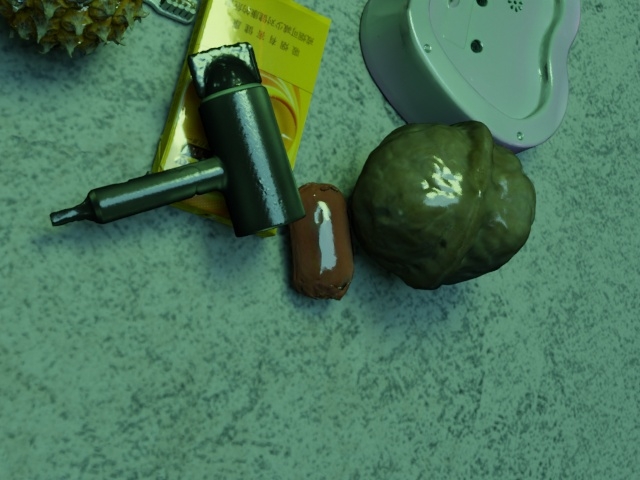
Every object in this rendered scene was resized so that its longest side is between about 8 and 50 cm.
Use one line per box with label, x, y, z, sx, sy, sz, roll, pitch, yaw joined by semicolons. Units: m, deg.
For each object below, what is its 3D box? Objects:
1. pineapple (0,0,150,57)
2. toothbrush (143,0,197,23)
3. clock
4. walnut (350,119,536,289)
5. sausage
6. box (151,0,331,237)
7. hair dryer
pineapple;-0.253;-0.241;0.809;0.176;0.137;0.161;7;56;-22
toothbrush;-0.285;-0.298;0.854;0.342;0.030;0.025;17;71;-27
clock;0.218;-0.277;1.105;0.338;0.102;0.339;5;80;-30
walnut;0.140;-0.043;0.954;0.224;0.224;0.224;5;79;-30
sausage;0.000;0.000;0.950;0.076;0.076;0.141;-1;82;-31
box;-0.087;-0.153;0.926;0.152;0.043;0.269;18;78;-26
hair dryer;-0.155;-0.080;0.829;0.248;0.078;0.196;-19;95;-21
